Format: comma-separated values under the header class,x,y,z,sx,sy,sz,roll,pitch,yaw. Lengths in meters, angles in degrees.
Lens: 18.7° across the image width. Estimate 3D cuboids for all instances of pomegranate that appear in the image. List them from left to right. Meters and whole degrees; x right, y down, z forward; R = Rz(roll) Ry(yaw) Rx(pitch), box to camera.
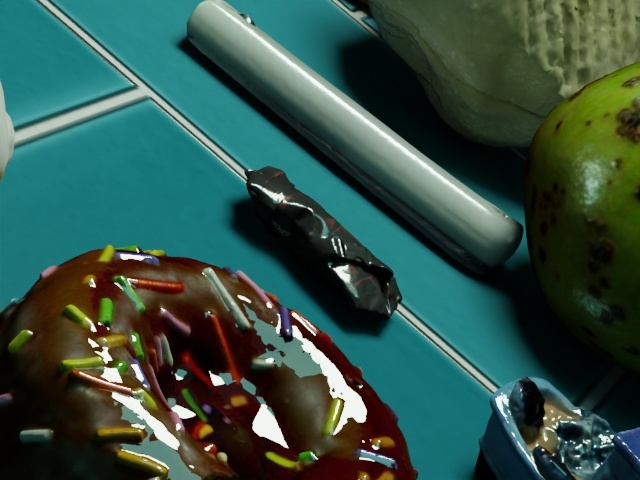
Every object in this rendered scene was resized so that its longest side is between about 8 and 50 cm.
class,x,y,z,sx,sy,sz,roll,pitch,yaw
pomegranate,0.254,-0.049,1.263,0.231,0.286,0.231,29,5,-3

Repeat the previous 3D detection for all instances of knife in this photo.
class,x,y,z,sx,sy,sz,roll,pitch,yaw
knife,0.023,-0.072,1.301,0.265,0.040,0.073,38,15,4

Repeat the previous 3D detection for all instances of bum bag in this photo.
class,x,y,z,sx,sy,sz,roll,pitch,yaw
bum bag,-0.001,0.001,1.152,0.124,0.034,0.058,43,18,13

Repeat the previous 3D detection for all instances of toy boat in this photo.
class,x,y,z,sx,sy,sz,roll,pitch,yaw
toy boat,0.177,0.156,1.043,0.100,0.097,0.223,-6,47,-50

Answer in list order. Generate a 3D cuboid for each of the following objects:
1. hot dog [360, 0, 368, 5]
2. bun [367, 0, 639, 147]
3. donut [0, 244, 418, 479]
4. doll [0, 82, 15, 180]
class,x,y,z,sx,sy,sz,roll,pitch,yaw
hot dog,-0.013,-0.257,1.534,0.235,0.062,0.092,28,31,-14
bun,0.150,-0.202,1.419,0.281,0.281,0.205,12,4,-39
donut,-0.051,0.089,0.878,0.230,0.096,0.216,27,28,-16
doll,-0.255,-0.072,0.833,0.269,0.162,0.167,0,74,-58
